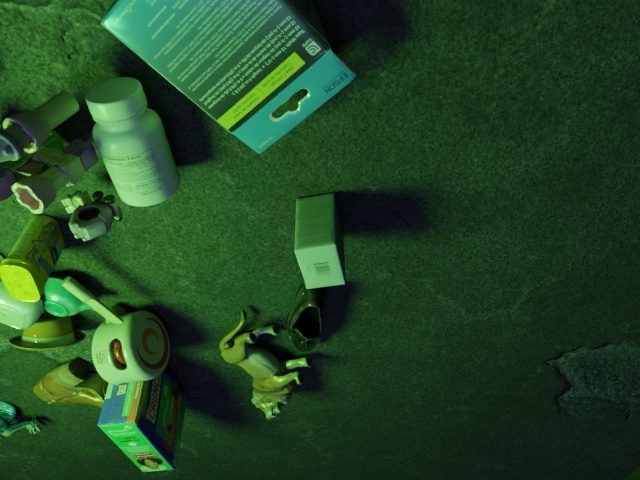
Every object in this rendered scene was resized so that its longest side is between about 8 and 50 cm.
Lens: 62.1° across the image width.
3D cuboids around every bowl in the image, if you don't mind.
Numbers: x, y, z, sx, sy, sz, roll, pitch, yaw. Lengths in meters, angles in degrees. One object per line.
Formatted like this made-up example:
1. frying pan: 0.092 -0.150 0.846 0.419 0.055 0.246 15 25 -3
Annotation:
1. bowl: -0.793 0.171 1.359 0.142 0.053 0.142 28 135 -15

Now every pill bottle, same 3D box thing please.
1. pill bottle: -0.367 -0.191 1.042 0.131 0.131 0.229 -3 134 4

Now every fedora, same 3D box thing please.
1. fedora: -0.763 0.250 1.492 0.194 0.194 0.079 4 95 -2

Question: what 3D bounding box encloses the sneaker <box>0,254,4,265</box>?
1. sneaker: -0.884 0.032 1.307 0.071 0.083 0.190 -32 124 30

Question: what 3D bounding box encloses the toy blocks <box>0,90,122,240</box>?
1. toy blocks: -0.592 -0.107 0.986 0.288 0.260 0.309 16 138 17

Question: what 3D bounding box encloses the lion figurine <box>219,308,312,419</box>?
1. lion figurine: -0.190 0.369 1.604 0.240 0.142 0.392 -22 116 31

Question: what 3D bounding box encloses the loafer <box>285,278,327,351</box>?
1. loafer: -0.041 0.227 1.466 0.109 0.095 0.303 6 134 -4

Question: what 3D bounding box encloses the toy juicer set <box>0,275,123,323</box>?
1. toy juicer set: -0.686 0.123 1.383 0.329 0.089 0.209 1 136 15

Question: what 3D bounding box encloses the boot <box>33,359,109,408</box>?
1. boot: -0.785 0.516 1.754 0.220 0.109 0.283 -31 124 26

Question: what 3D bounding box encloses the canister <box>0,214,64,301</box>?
1. canister: -0.670 0.039 1.246 0.073 0.170 0.126 4 134 -3

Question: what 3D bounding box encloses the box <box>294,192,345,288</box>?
1. box: 0.000 0.000 1.192 0.091 0.170 0.130 -8 133 8

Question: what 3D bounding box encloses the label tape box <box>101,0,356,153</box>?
1. label tape box: -0.143 -0.345 0.903 0.249 0.115 0.347 -32 128 29

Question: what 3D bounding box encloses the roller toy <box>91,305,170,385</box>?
1. roller toy: -0.531 0.299 1.481 0.146 0.191 0.209 -15 132 17

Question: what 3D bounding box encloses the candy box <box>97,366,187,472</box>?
1. candy box: -0.534 0.517 1.641 0.122 0.268 0.317 -10 133 7

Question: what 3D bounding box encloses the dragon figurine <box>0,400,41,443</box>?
1. dragon figurine: -1.146 0.630 1.892 0.289 0.144 0.085 38 128 -7
